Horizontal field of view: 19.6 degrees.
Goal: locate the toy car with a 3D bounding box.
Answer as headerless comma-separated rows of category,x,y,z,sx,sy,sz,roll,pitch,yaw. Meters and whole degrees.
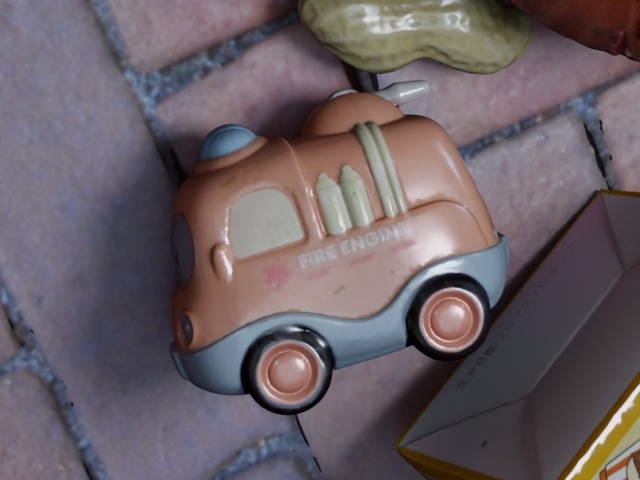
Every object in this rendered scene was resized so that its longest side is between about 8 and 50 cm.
toy car,0.000,0.000,1.411,0.270,0.180,0.212,-18,97,-6

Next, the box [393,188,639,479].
box,0.257,0.134,1.413,0.214,0.259,0.283,43,78,-20

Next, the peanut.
peanut,0.074,-0.168,1.425,0.187,0.082,0.082,0,105,-12

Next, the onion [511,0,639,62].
onion,0.251,-0.301,1.322,0.354,0.353,0.353,-3,105,-10
